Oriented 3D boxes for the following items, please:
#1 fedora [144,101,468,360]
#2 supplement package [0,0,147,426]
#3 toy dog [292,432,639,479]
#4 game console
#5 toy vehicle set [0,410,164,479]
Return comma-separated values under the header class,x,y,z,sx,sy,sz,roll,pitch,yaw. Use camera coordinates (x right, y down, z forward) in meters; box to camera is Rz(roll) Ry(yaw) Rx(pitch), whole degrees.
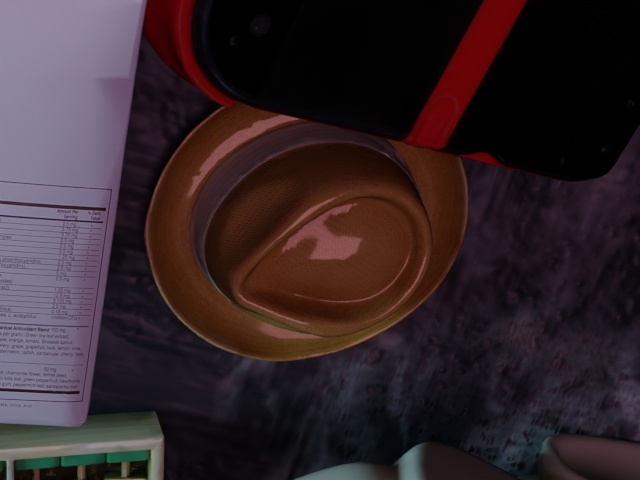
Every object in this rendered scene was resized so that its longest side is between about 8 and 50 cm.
class,x,y,z,sx,sy,sz,roll,pitch,yaw
fedora,0.000,0.000,0.807,0.194,0.079,0.194,-5,113,-12
supplement package,-0.179,-0.048,0.677,0.149,0.194,0.203,5,111,-17
toy dog,0.094,0.351,0.870,0.395,0.284,0.408,13,110,-19
game console,0.115,-0.215,0.698,0.342,0.060,0.386,8,120,-40
toy vehicle set,-0.229,0.192,0.850,0.267,0.035,0.166,-3,112,-14
